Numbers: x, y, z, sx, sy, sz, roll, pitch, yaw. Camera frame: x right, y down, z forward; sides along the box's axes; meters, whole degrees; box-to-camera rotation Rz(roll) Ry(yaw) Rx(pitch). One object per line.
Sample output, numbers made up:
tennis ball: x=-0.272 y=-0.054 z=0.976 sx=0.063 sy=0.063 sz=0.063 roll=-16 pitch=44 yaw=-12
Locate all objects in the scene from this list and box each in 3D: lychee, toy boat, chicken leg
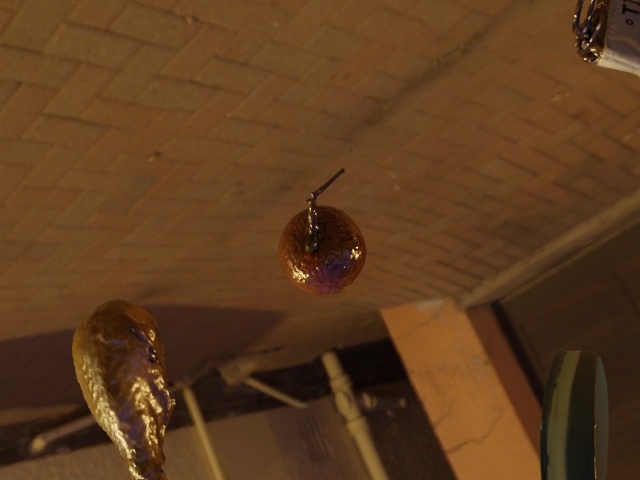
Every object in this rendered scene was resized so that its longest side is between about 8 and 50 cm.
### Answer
lychee: x=-0.001 y=0.002 z=0.956 sx=0.114 sy=0.101 sz=0.140 roll=-55 pitch=128 yaw=-21
toy boat: x=0.309 y=0.234 z=0.997 sx=0.062 sy=0.096 sz=0.299 roll=-9 pitch=-158 yaw=24
chicken leg: x=-0.170 y=0.175 z=0.766 sx=0.087 sy=0.251 sz=0.107 roll=-16 pitch=158 yaw=-11

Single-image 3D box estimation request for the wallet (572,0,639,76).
wallet: x=0.398 y=-0.259 z=0.827 sx=0.275 sy=0.335 sz=0.068 roll=23 pitch=151 yaw=0
